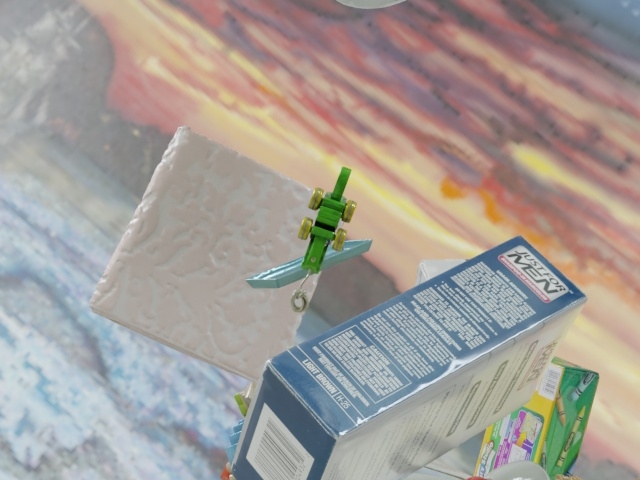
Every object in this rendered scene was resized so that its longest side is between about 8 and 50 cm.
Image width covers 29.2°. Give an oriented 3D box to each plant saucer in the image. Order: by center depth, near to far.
[{"bbox_3d":[-0.012,0.032,1.689,0.067,0.192,0.018,-3,-75,47],"label":"plant saucer"}]

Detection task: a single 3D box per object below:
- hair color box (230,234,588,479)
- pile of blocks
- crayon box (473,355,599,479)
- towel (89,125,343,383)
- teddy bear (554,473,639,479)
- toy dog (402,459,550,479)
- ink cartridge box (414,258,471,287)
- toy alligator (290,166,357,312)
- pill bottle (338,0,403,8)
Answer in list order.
[{"bbox_3d":[0.089,0.138,1.194,0.105,0.347,0.174,46,-42,26],"label":"hair color box"},{"bbox_3d":[-0.126,0.348,2.149,0.149,0.112,0.362,52,29,-20],"label":"pile of blocks"},{"bbox_3d":[0.357,0.331,2.071,0.081,0.278,0.165,13,3,-25],"label":"crayon box"},{"bbox_3d":[-0.156,0.027,1.959,0.317,0.332,0.053,26,-12,-3],"label":"towel"},{"bbox_3d":[0.346,0.330,1.268,0.113,0.338,0.245,78,-11,-67],"label":"teddy bear"},{"bbox_3d":[0.121,0.353,1.540,0.333,0.220,0.161,18,-40,-17],"label":"toy dog"},{"bbox_3d":[0.178,0.075,1.410,0.056,0.135,0.099,-104,-164,-54],"label":"ink cartridge box"},{"bbox_3d":[0.000,0.000,1.527,0.056,0.190,0.051,19,-5,1],"label":"toy alligator"},{"bbox_3d":[0.064,-0.592,2.015,0.224,0.224,0.392,63,14,-63],"label":"pill bottle"}]
